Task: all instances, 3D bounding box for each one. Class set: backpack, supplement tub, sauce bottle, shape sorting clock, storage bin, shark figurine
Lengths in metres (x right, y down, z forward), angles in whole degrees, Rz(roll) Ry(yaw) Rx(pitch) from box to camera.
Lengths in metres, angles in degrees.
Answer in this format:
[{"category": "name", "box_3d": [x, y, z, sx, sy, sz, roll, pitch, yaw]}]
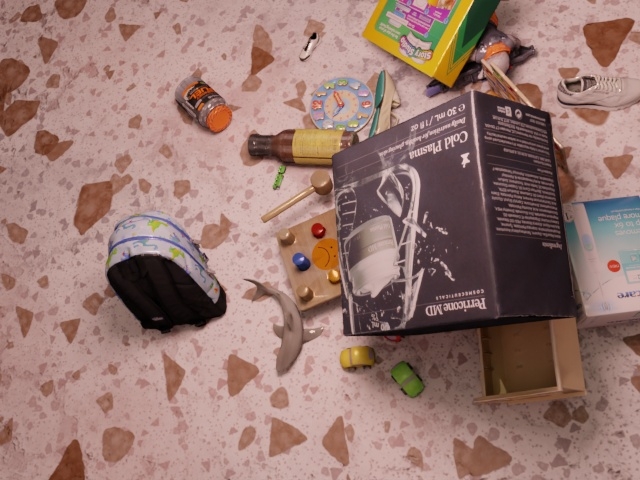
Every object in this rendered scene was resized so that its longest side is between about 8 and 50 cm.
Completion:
[{"category": "backpack", "box_3d": [-0.458, 0.087, 1.870, 0.290, 0.355, 0.273, -12, 66, 13]}, {"category": "supplement tub", "box_3d": [-0.383, -0.448, 2.185, 0.117, 0.117, 0.190, -46, 64, -4]}, {"category": "sauce bottle", "box_3d": [-0.055, -0.289, 2.028, 0.344, 0.111, 0.111, 6, 71, 17]}, {"category": "shape sorting clock", "box_3d": [0.066, -0.423, 2.076, 0.206, 0.040, 0.206, -4, 72, 13]}, {"category": "storage bin", "box_3d": [0.480, 0.249, 1.592, 0.260, 0.123, 0.262, -25, 58, 47]}, {"category": "shark figurine", "box_3d": [-0.104, 0.204, 1.854, 0.166, 0.116, 0.278, -26, 66, 4]}]

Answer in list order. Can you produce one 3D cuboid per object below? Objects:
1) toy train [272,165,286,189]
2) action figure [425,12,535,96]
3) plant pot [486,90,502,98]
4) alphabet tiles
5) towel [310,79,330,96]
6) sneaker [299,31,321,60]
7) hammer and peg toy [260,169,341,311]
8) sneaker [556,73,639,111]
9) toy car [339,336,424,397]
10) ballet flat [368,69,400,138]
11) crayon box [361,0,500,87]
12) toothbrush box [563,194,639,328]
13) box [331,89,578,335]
[{"category": "toy train", "box_3d": [-0.128, -0.195, 2.067, 0.023, 0.017, 0.083, 14, 74, 10]}, {"category": "action figure", "box_3d": [0.437, -0.579, 1.962, 0.341, 0.178, 0.330, -27, 55, 3]}, {"category": "plant pot", "box_3d": [0.483, -0.274, 1.827, 0.188, 0.205, 0.205, 39, 84, 10]}, {"category": "alphabet tiles", "box_3d": [0.544, -0.331, 1.768, 0.011, 0.285, 0.342, -37, 64, 9]}, {"category": "towel", "box_3d": [0.015, -0.478, 2.136, 0.083, 0.009, 0.060, -38, 65, 1]}, {"category": "sneaker", "box_3d": [-0.039, -0.645, 2.199, 0.040, 0.044, 0.109, 29, 82, 22]}, {"category": "hammer and peg toy", "box_3d": [0.000, 0.000, 1.892, 0.266, 0.127, 0.361, -24, 65, 9]}, {"category": "sneaker", "box_3d": [0.779, -0.418, 1.837, 0.235, 0.095, 0.090, -3, 67, 14]}, {"category": "toy car", "box_3d": [0.189, 0.314, 1.753, 0.239, 0.053, 0.225, -40, 64, -1]}, {"category": "ballet flat", "box_3d": [0.201, -0.401, 2.020, 0.086, 0.086, 0.248, 5, 73, 19]}, {"category": "crayon box", "box_3d": [0.323, -0.669, 1.947, 0.363, 0.106, 0.313, 47, 117, 43]}, {"category": "toothbrush box", "box_3d": [0.702, 0.055, 1.638, 0.216, 0.126, 0.296, -6, 68, -1]}, {"category": "box", "box_3d": [0.290, -0.028, 1.555, 0.480, 0.297, 0.472, -18, 73, 50]}]
